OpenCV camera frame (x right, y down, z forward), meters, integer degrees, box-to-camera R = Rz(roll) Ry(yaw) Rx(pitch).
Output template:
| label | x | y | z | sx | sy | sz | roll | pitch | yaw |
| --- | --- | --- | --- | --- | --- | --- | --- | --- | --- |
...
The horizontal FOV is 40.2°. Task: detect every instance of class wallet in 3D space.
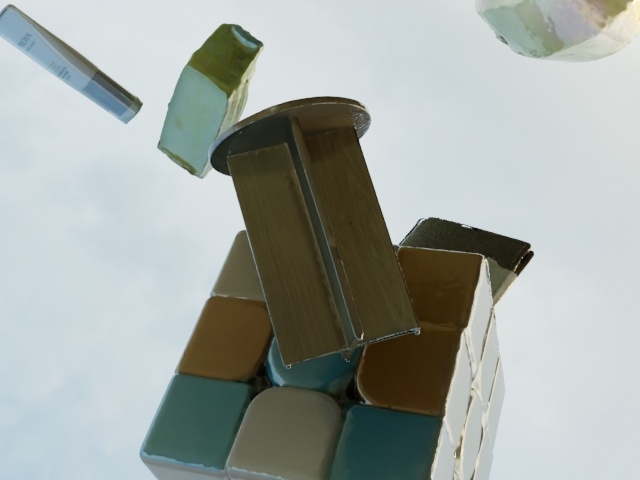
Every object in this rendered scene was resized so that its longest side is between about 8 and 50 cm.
| label | x | y | z | sx | sy | sz | roll | pitch | yaw |
| --- | --- | --- | --- | --- | --- | --- | --- | --- | --- |
| wallet | 0.219 | 0.058 | 1.571 | 0.262 | 0.071 | 0.221 | 14 | -132 | 43 |

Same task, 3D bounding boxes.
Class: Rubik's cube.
| label | x | y | z | sx | sy | sz | roll | pitch | yaw |
| --- | --- | --- | --- | --- | --- | --- | --- | --- | --- |
| Rubik's cube | 0.032 | 0.228 | 1.123 | 0.345 | 0.347 | 0.346 | 7 | -128 | 21 |

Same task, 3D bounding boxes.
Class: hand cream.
| label | x | y | z | sx | sy | sz | roll | pitch | yaw |
| --- | --- | --- | --- | --- | --- | --- | --- | --- | --- |
| hand cream | -0.397 | -0.278 | 1.386 | 0.255 | 0.079 | 0.048 | 35 | -133 | -24 |

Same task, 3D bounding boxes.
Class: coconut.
| label | x | y | z | sx | sy | sz | roll | pitch | yaw |
| --- | --- | --- | --- | --- | --- | --- | --- | --- | --- |
| coconut | 0.340 | -0.381 | 1.224 | 0.259 | 0.259 | 0.259 | 16 | -143 | -13 |

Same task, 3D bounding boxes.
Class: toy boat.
| label | x | y | z | sx | sy | sz | roll | pitch | yaw |
| --- | --- | --- | --- | --- | --- | --- | --- | --- | --- |
| toy boat | -0.183 | -0.209 | 1.390 | 0.111 | 0.276 | 0.084 | 35 | -144 | 5 |

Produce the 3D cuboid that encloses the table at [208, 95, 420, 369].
| label | x | y | z | sx | sy | sz | roll | pitch | yaw |
| --- | --- | --- | --- | --- | --- | --- | --- | --- | --- |
| table | 0.000 | 0.000 | 0.847 | 0.167 | 0.167 | 0.226 | -6 | -108 | -36 |
